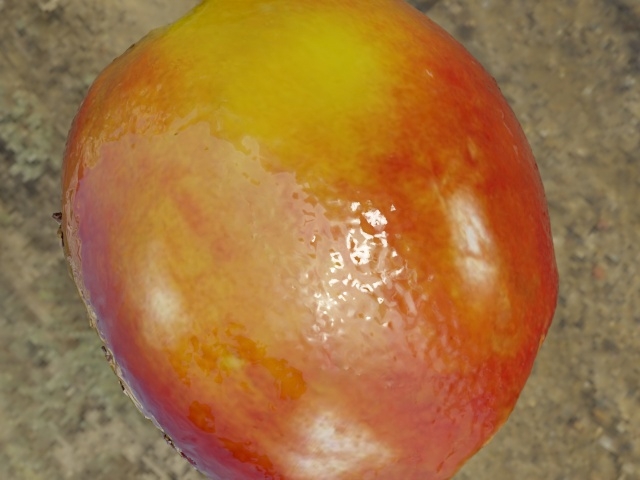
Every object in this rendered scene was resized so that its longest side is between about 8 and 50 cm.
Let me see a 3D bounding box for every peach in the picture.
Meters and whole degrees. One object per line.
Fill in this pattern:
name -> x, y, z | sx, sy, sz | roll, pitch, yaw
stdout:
peach -> 0.000, 0.000, 0.931 | 0.242, 0.306, 0.380 | -37, 83, 44
